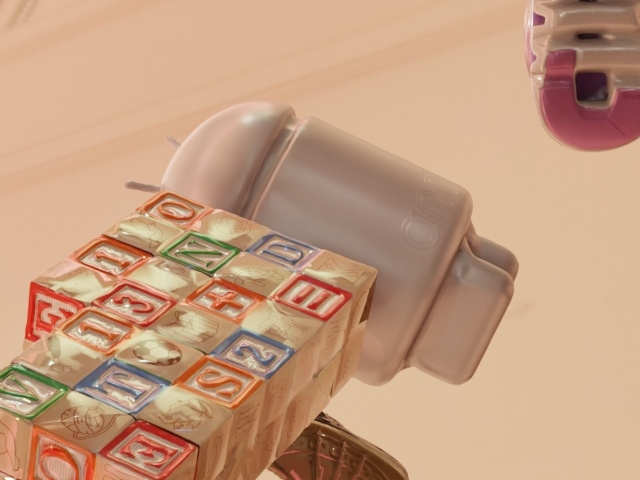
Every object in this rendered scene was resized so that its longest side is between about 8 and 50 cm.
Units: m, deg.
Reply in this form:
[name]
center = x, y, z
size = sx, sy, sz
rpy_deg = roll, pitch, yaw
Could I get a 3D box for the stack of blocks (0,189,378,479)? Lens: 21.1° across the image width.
[stack of blocks]
center = -0.105, 0.083, 1.082
size = 0.297, 0.171, 0.087
rpy_deg = -42, -32, -56

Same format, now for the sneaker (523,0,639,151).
[sneaker]
center = 0.168, -0.178, 1.094
size = 0.095, 0.104, 0.236
rpy_deg = 2, -80, -2

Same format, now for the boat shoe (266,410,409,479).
[boat shoe]
center = -0.019, 0.177, 1.544
size = 0.073, 0.223, 0.080
rpy_deg = -51, -23, -60

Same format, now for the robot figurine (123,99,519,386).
[robot figurine]
center = 0.000, 0.000, 1.559
size = 0.353, 0.200, 0.300
rpy_deg = 25, -166, 1
